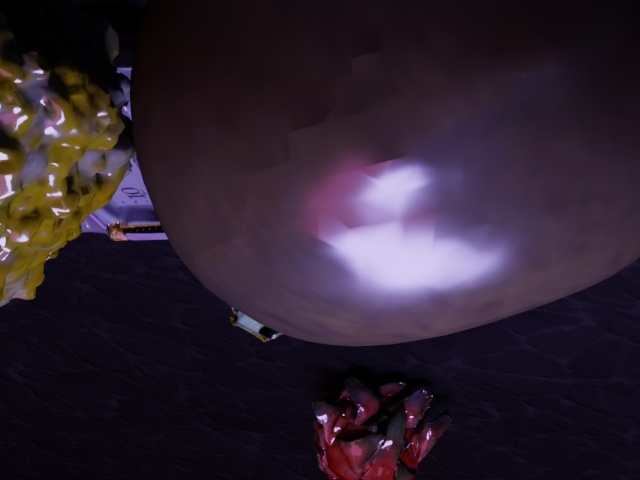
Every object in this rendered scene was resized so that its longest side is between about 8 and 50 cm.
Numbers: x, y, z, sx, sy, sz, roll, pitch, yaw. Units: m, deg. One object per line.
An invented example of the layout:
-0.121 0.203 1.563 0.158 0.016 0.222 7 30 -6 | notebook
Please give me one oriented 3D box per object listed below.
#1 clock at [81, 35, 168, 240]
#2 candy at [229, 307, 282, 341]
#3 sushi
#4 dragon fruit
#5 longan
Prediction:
-0.158 -0.084 1.589 0.186 0.083 0.253 0 152 29 | clock
0.000 0.000 1.707 0.083 0.091 0.305 23 147 -16 | candy
-0.308 -0.120 1.265 0.396 0.240 0.351 40 -175 -18 | sushi
0.056 0.201 2.069 0.121 0.130 0.142 44 161 14 | dragon fruit
0.059 -0.093 1.192 0.361 0.361 0.361 11 155 5 | longan
